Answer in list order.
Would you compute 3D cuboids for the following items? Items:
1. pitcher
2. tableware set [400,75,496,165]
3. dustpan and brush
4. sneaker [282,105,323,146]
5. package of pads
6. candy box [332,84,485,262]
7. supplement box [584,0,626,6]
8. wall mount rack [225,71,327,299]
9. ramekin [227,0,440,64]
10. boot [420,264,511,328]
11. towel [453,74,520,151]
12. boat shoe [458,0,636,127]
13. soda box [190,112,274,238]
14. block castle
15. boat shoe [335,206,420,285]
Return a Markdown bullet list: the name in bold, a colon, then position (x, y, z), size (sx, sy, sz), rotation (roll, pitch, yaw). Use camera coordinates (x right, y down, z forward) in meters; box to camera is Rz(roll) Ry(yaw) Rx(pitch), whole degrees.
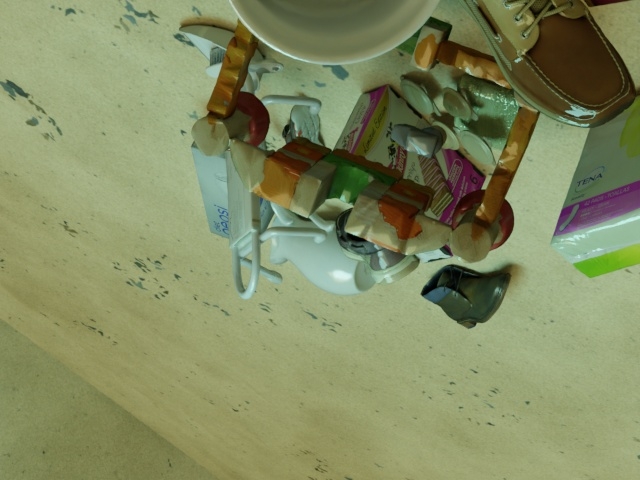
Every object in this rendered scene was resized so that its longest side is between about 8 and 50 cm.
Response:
- **pitcher**: position (0.000, 0.000, 2.522), size (0.207, 0.125, 0.178), rotation (22, 142, 35)
- **tableware set**: position (0.186, -0.174, 2.080), size (0.168, 0.020, 0.141), rotation (23, 151, 52)
- **dustpan and brush**: position (-0.120, -0.271, 2.188), size (0.211, 0.060, 0.147), rotation (-3, 141, 45)
- **sneaker**: position (-0.039, -0.168, 2.307), size (0.065, 0.061, 0.158), rotation (25, 153, 22)
- **package of pads**: position (0.437, -0.094, 1.810), size (0.101, 0.229, 0.296), rotation (34, 152, -21)
- **candy box**: position (0.129, -0.098, 2.163), size (0.233, 0.159, 0.071), rotation (39, 149, -25)
- **supplement box**: position (0.370, -0.331, 1.579), size (0.188, 0.104, 0.081), rotation (-3, 143, 45)
- **wall mount rack**: position (-0.081, -0.072, 2.181), size (0.130, 0.350, 0.304), rotation (2, 166, -19)
- **ramekin**: position (0.012, -0.357, 1.676), size (0.277, 0.277, 0.135), rotation (37, -165, -19)
- **boot**: position (0.249, 0.089, 2.480), size (0.106, 0.082, 0.219), rotation (27, 156, -6)
- **towel**: position (0.244, -0.177, 2.063), size (0.110, 0.027, 0.148), rotation (19, 153, 13)
- **boat shoe**: position (0.234, -0.265, 1.652), size (0.324, 0.122, 0.120), rotation (53, 178, 28)
- **soda box**: position (-0.147, -0.103, 2.483), size (0.098, 0.091, 0.286), rotation (20, 153, 14)
- **block castle**: position (0.081, -0.177, 1.914), size (0.453, 0.303, 0.213), rotation (22, -164, 7)
- **boat shoe**: position (0.080, -0.015, 2.298), size (0.092, 0.102, 0.285), rotation (65, 177, -21)
